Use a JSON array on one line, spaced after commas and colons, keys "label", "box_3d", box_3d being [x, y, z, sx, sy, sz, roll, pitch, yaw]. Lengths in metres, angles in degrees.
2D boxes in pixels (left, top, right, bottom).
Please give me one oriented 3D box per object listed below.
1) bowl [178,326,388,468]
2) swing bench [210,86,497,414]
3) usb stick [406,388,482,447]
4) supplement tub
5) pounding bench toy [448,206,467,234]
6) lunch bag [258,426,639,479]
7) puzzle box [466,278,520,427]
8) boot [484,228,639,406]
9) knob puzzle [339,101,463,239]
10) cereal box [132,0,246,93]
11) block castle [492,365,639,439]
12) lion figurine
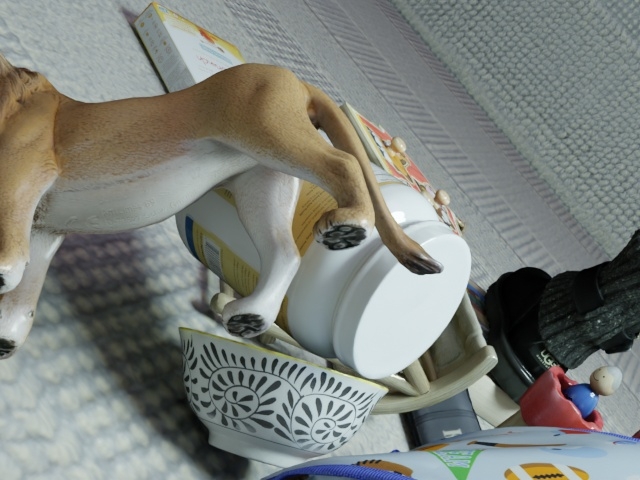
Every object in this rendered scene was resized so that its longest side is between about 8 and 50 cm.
[{"label": "bowl", "box_3d": [-0.040, 0.128, 0.768, 0.170, 0.080, 0.170, 16, -10, 3]}, {"label": "swing bench", "box_3d": [0.026, 0.024, 1.033, 0.255, 0.165, 0.253, 44, 19, -28]}, {"label": "usb stick", "box_3d": [0.142, 0.234, 1.018, 0.077, 0.045, 0.278, 1, 36, -11]}, {"label": "supplement tub", "box_3d": [0.000, 0.000, 0.764, 0.200, 0.144, 0.144, 37, 11, 33]}, {"label": "pounding bench toy", "box_3d": [0.204, -0.031, 1.667, 0.065, 0.052, 0.083, 46, 19, -3]}, {"label": "lunch bag", "box_3d": [0.156, 0.252, 0.707, 0.386, 0.238, 0.328, 15, 3, 30]}, {"label": "puzzle box", "box_3d": [0.185, 0.119, 1.344, 0.409, 0.052, 0.272, 37, 23, -30]}, {"label": "boot", "box_3d": [0.357, 0.071, 1.326, 0.131, 0.260, 0.348, 46, 20, -7]}, {"label": "knob puzzle", "box_3d": [0.111, -0.059, 1.093, 0.213, 0.030, 0.213, 47, 17, -19]}, {"label": "cereal box", "box_3d": [-0.125, -0.182, 1.266, 0.173, 0.047, 0.240, 19, 34, -54]}, {"label": "block castle", "box_3d": [0.348, 0.355, 0.999, 0.303, 0.213, 0.453, 33, 25, -37]}, {"label": "lion figurine", "box_3d": [-0.124, -0.056, 0.682, 0.142, 0.393, 0.240, 94, -6, -51]}]
